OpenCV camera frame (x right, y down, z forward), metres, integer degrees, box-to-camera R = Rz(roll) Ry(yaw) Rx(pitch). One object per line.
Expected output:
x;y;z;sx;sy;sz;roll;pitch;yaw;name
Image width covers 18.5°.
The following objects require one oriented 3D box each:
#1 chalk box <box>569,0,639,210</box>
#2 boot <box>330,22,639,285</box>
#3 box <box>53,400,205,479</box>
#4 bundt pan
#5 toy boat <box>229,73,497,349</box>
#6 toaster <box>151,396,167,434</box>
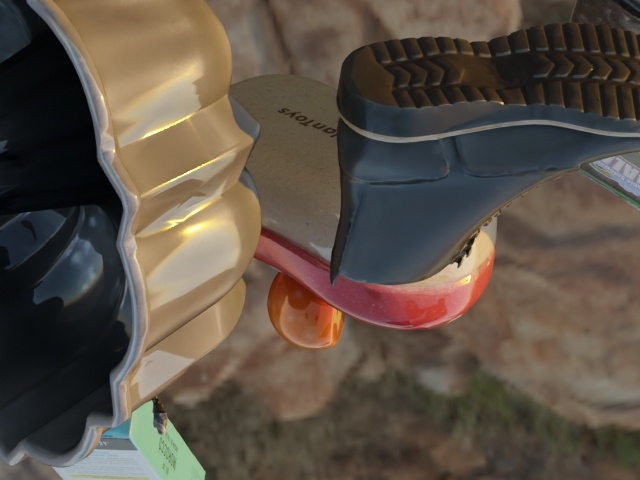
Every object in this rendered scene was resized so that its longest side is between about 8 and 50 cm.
0.262;-0.115;1.250;0.180;0.179;0.289;34;160;11;chalk box
0.100;-0.036;1.010;0.198;0.077;0.137;2;132;-7;boot
-0.185;0.197;1.810;0.101;0.060;0.244;0;153;12;box
-0.150;-0.056;1.018;0.124;0.331;0.331;-25;153;-36;bundt pan
0.000;0.000;1.217;0.151;0.231;0.151;-24;128;-40;toy boat
-0.155;0.016;1.431;0.110;0.185;0.168;13;111;-29;toaster
